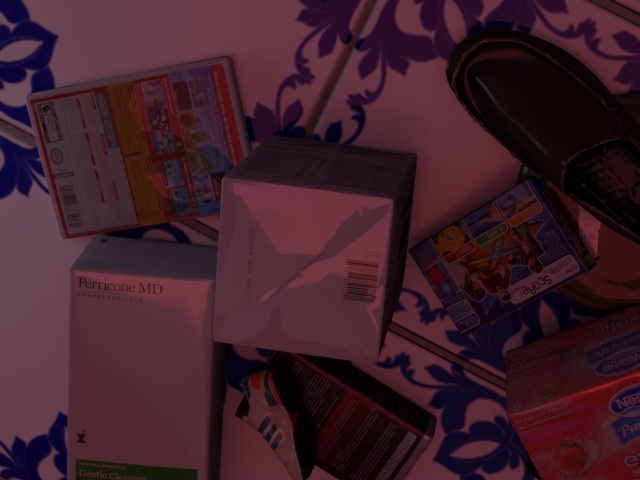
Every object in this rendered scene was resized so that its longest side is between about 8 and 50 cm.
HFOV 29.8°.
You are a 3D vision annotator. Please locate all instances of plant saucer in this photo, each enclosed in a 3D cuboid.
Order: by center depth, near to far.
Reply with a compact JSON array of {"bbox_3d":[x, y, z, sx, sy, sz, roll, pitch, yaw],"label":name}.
[{"bbox_3d":[0.374,-0.041,1.476,0.278,0.041,0.277,3,100,18],"label":"plant saucer"}]

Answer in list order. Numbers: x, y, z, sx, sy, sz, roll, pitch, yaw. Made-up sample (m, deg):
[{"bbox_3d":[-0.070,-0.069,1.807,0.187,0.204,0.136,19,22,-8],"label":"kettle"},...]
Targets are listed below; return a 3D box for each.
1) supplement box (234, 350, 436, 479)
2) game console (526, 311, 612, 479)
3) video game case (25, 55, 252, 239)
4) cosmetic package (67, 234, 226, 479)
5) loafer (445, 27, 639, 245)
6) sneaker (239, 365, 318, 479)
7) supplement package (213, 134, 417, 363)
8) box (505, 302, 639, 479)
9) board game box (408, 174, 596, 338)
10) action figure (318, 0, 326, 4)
[{"bbox_3d":[0.021,0.238,1.626,0.239,0.073,0.130,32,109,-1],"label":"supplement box"},{"bbox_3d":[0.418,0.196,1.560,0.213,0.044,0.361,34,109,0],"label":"game console"},{"bbox_3d":[-0.234,-0.120,1.593,0.285,0.025,0.204,-9,104,12],"label":"video game case"},{"bbox_3d":[-0.229,0.191,1.609,0.197,0.155,0.365,4,108,3],"label":"cosmetic package"},{"bbox_3d":[0.300,-0.122,1.397,0.366,0.130,0.133,37,108,10],"label":"loafer"},{"bbox_3d":[-0.059,0.242,1.581,0.075,0.057,0.161,-10,105,30],"label":"sneaker"},{"bbox_3d":[0.000,0.000,1.461,0.198,0.262,0.199,7,107,8],"label":"supplement package"},{"bbox_3d":[0.387,0.177,1.443,0.300,0.142,0.154,-22,113,18],"label":"box"},{"bbox_3d":[0.225,0.022,1.507,0.201,0.035,0.136,-32,89,35],"label":"board game box"},{"bbox_3d":[0.066,-0.402,1.440,0.232,0.063,0.137,-28,97,20],"label":"action figure"}]
